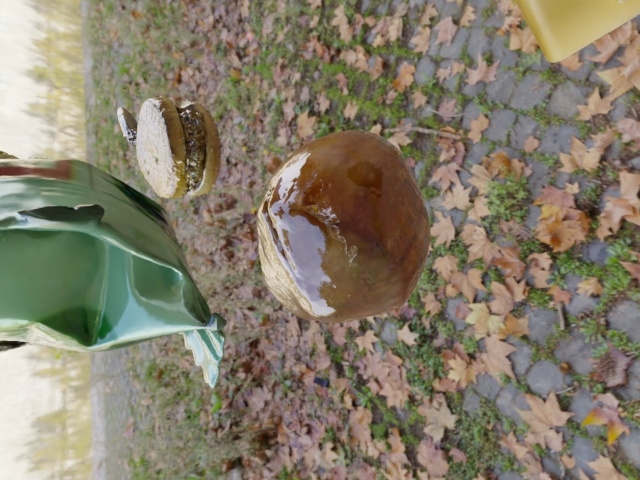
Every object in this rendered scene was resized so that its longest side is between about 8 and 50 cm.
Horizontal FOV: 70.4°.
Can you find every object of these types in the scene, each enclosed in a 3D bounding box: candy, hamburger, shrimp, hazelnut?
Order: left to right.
[{"bbox_3d":[-0.296,0.007,0.383,0.263,0.397,0.172,40,118,56],"label":"candy"},{"bbox_3d":[-0.568,-0.326,1.396,0.251,0.052,0.144,57,174,50],"label":"shrimp"},{"bbox_3d":[-0.251,-0.171,0.823,0.191,0.118,0.182,-37,75,55],"label":"hamburger"},{"bbox_3d":[0.047,-0.018,0.846,0.315,0.372,0.372,28,115,6],"label":"hazelnut"}]

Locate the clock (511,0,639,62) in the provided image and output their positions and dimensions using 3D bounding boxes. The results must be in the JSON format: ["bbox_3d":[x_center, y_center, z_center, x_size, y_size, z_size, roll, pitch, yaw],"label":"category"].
[{"bbox_3d":[0.268,-0.415,0.544,0.200,0.317,0.244,-37,38,33],"label":"clock"}]

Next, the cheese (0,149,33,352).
[{"bbox_3d":[-0.478,0.012,0.649,0.128,0.259,0.316,-145,39,-63],"label":"cheese"}]
